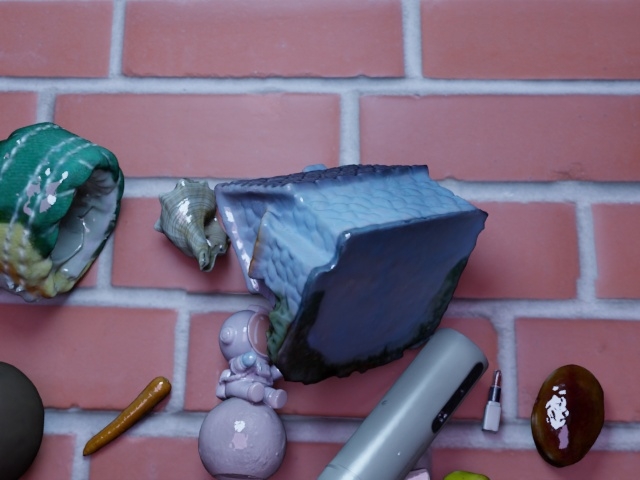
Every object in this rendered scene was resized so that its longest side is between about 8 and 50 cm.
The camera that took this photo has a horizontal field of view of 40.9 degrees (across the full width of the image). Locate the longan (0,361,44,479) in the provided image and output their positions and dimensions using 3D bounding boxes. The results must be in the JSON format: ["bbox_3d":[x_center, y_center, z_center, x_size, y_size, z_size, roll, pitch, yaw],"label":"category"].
[{"bbox_3d":[-0.542,0.303,1.378,0.197,0.196,0.220,11,78,6],"label":"longan"}]

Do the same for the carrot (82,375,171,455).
[{"bbox_3d":[-0.328,0.300,1.446,0.190,0.037,0.037,-42,76,-7],"label":"carrot"}]

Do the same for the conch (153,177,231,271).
[{"bbox_3d":[-0.223,-0.022,1.499,0.114,0.137,0.234,-26,64,23],"label":"conch"}]

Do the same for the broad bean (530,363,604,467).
[{"bbox_3d":[0.402,0.282,1.392,0.114,0.084,0.165,33,71,-5],"label":"broad bean"}]

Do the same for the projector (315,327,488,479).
[{"bbox_3d":[0.130,0.288,1.348,0.108,0.108,0.337,38,65,12],"label":"projector"}]

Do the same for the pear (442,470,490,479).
[{"bbox_3d":[0.233,0.412,1.363,0.097,0.092,0.092,-21,73,-20],"label":"pear"}]

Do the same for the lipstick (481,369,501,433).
[{"bbox_3d":[0.289,0.266,1.429,0.025,0.025,0.107,12,69,5],"label":"lipstick"}]

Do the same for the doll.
[{"bbox_3d":[-0.122,0.245,1.406,0.151,0.151,0.287,1,67,3],"label":"doll"}]

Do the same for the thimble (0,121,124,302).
[{"bbox_3d":[-0.462,-0.045,1.438,0.167,0.254,0.288,24,83,10],"label":"thimble"}]

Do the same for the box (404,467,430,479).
[{"bbox_3d":[0.062,0.468,1.359,0.259,0.071,0.168,-12,73,0],"label":"box"}]

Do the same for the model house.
[{"bbox_3d":[0.000,0.000,1.383,0.360,0.297,0.339,-12,44,-38],"label":"model house"}]
